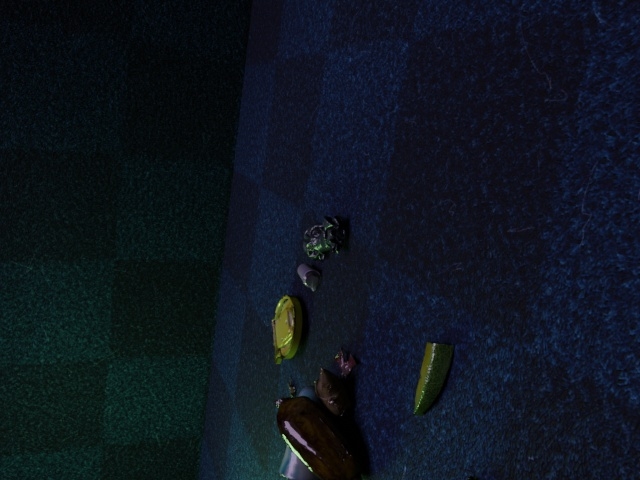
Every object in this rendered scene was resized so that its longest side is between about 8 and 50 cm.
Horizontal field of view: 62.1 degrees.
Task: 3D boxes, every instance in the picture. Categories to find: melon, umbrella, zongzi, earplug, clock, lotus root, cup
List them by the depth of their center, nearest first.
[{"bbox_3d":[0.283,0.372,1.431,0.114,0.053,0.262,-121,40,-63],"label":"melon"},{"bbox_3d":[-0.015,0.677,1.810,0.397,0.179,0.196,42,153,30],"label":"lotus root"},{"bbox_3d":[0.019,0.499,1.869,0.198,0.099,0.194,64,164,-16],"label":"zongzi"},{"bbox_3d":[-0.051,0.711,1.998,0.185,0.184,0.324,169,107,-65],"label":"earplug"},{"bbox_3d":[-0.002,0.002,2.060,0.349,0.094,0.143,158,117,-66],"label":"umbrella"},{"bbox_3d":[-0.046,0.153,2.181,0.116,0.074,0.104,39,151,65],"label":"cup"},{"bbox_3d":[-0.138,0.382,2.340,0.293,0.071,0.277,128,143,-51],"label":"clock"}]

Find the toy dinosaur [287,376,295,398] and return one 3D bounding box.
[{"bbox_3d":[-0.130,0.657,2.351,0.120,0.029,0.060,-110,18,-44],"label":"toy dinosaur"}]

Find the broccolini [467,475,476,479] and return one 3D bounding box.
[{"bbox_3d":[0.334,0.661,1.317,0.057,0.071,0.254,34,138,14],"label":"broccolini"}]

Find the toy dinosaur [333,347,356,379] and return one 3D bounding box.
[{"bbox_3d":[0.083,0.439,1.892,0.220,0.032,0.108,159,109,-66],"label":"toy dinosaur"}]
